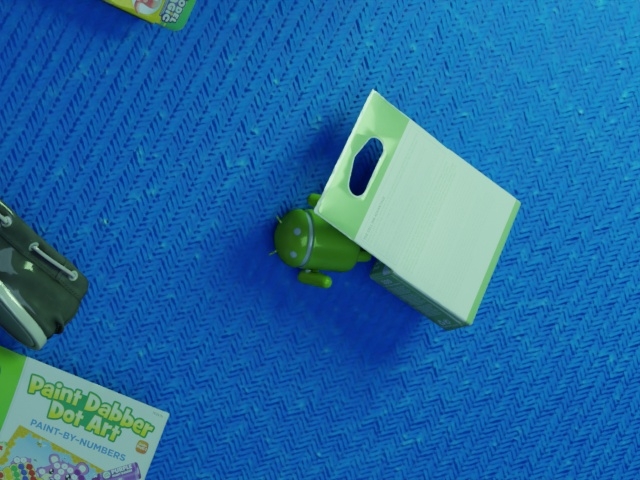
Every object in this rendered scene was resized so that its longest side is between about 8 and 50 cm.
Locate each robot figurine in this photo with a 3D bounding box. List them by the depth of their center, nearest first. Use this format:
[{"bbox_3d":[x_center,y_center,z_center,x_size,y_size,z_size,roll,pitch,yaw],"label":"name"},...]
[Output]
[{"bbox_3d":[0.000,0.000,1.921,0.115,0.067,0.101,6,98,-22],"label":"robot figurine"}]

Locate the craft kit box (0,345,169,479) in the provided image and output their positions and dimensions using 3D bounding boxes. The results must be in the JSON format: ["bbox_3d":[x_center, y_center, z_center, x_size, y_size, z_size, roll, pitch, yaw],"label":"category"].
[{"bbox_3d":[-0.316,0.251,1.809,0.250,0.061,0.247,23,72,-14],"label":"craft kit box"}]

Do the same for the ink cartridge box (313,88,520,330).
[{"bbox_3d":[0.101,-0.032,1.929,0.235,0.056,0.171,35,65,-21],"label":"ink cartridge box"}]

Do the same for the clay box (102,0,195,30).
[{"bbox_3d":[-0.222,-0.315,1.788,0.222,0.053,0.127,24,91,-24],"label":"clay box"}]

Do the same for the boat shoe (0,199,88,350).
[{"bbox_3d":[-0.364,-0.033,1.770,0.095,0.112,0.335,-49,119,-24],"label":"boat shoe"}]
